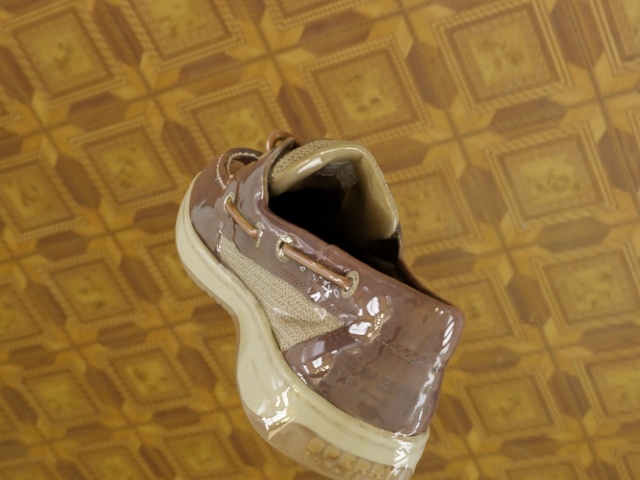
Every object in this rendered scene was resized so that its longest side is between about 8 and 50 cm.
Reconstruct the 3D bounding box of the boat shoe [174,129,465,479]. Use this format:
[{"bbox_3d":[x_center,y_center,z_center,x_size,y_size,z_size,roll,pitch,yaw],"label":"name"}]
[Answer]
[{"bbox_3d":[0.000,0.000,0.645,0.123,0.342,0.123,22,106,-19],"label":"boat shoe"}]
